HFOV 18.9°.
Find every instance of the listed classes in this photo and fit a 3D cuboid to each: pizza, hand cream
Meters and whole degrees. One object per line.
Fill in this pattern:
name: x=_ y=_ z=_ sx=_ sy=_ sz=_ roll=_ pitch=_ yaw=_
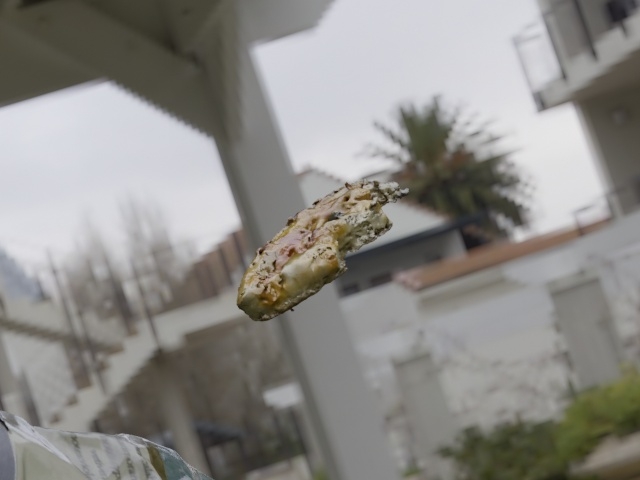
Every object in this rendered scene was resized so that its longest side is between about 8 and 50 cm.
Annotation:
pizza: x=0.000 y=0.000 z=0.586 sx=0.037 sy=0.016 sz=0.083 roll=-4 pitch=26 yaw=40
hand cream: x=-0.054 y=0.111 z=0.699 sx=0.248 sy=0.075 sz=0.052 roll=28 pitch=-81 yaw=-49
